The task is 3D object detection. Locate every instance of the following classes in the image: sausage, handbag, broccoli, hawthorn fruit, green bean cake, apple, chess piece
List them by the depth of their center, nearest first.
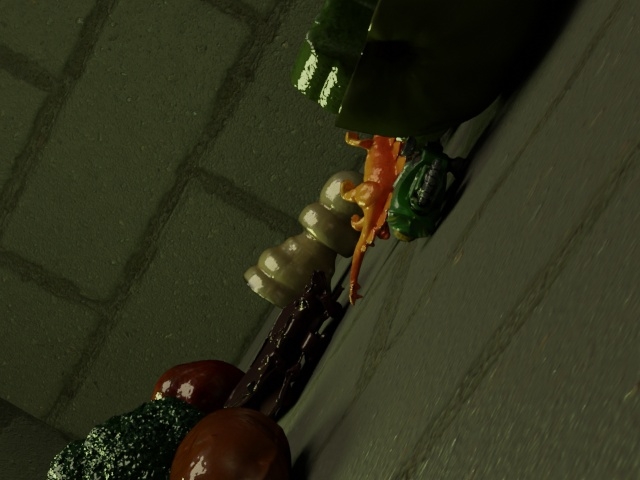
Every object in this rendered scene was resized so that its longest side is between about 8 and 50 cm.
[{"bbox_3d":[-0.091,0.238,1.475,0.133,0.133,0.258,-59,1,0],"label":"sausage"},{"bbox_3d":[0.121,-0.285,1.633,0.311,0.320,0.360,-15,34,28],"label":"apple"},{"bbox_3d":[-0.209,0.334,1.811,0.254,0.269,0.269,-55,0,-37],"label":"broccoli"},{"bbox_3d":[0.105,-0.253,2.002,0.222,0.248,0.125,-57,-5,-36],"label":"green bean cake"},{"bbox_3d":[-0.046,0.162,2.041,0.203,0.074,0.216,-61,5,-25],"label":"handbag"},{"bbox_3d":[-0.174,0.269,2.215,0.185,0.185,0.202,-58,-12,22],"label":"hawthorn fruit"},{"bbox_3d":[0.000,0.000,2.346,0.261,0.143,0.143,-55,3,4],"label":"chess piece"}]

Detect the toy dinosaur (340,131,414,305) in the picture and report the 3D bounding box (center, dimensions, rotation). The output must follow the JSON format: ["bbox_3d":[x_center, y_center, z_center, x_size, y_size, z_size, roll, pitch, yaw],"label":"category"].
[{"bbox_3d":[0.083,-0.061,1.861,0.117,0.070,0.288,-10,67,47],"label":"toy dinosaur"}]

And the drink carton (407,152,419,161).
[{"bbox_3d":[0.126,-0.138,2.141,0.096,0.071,0.223,-60,2,15],"label":"drink carton"}]

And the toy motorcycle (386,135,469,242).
[{"bbox_3d":[0.112,-0.053,1.588,0.190,0.074,0.106,-73,5,-78],"label":"toy motorcycle"}]
